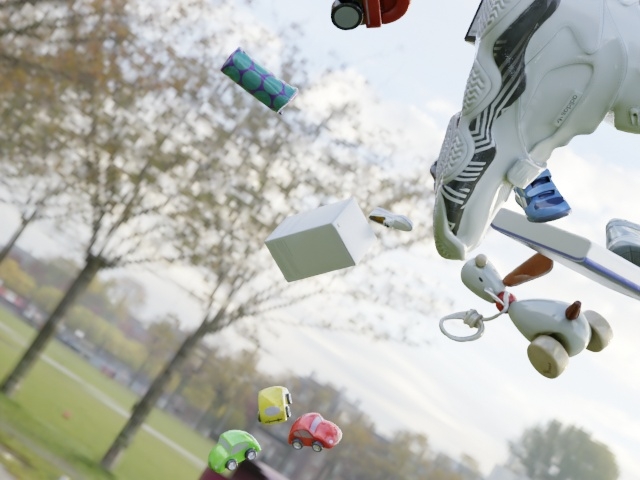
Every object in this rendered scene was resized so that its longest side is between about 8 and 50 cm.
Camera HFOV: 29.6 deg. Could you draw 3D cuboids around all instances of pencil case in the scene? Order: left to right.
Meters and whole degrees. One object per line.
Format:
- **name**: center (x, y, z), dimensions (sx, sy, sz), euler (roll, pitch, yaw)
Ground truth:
- **pencil case**: center (-0.121, -0.316, 2.391), dimensions (0.152, 0.064, 0.070), euler (37, 30, -5)

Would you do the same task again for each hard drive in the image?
- **hard drive**: center (0.450, 0.040, 1.976), dimensions (0.319, 0.040, 0.210), euler (24, 1, -39)

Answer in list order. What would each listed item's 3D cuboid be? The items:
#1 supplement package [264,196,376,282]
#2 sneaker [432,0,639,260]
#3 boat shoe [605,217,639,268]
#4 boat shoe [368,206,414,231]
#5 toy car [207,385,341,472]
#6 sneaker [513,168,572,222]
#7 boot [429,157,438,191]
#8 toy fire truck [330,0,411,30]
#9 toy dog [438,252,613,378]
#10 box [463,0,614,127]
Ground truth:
- **supplement package**: center (0.000, 0.000, 2.408), dimensions (0.179, 0.105, 0.105), euler (-15, -68, 38)
- **sneaker**: center (0.247, -0.120, 1.288), dimensions (0.210, 0.365, 0.137), euler (14, 29, 0)
- **boat shoe**: center (0.664, 0.053, 2.224), dimensions (0.320, 0.103, 0.118), euler (20, -48, -11)
- **boat shoe**: center (0.140, -0.037, 2.428), dimensions (0.100, 0.035, 0.035), euler (24, -45, 29)
- **toy car**: center (-0.108, 0.350, 2.219), dimensions (0.239, 0.225, 0.053), euler (28, -42, 54)
- **sneaker**: center (0.284, -0.064, 1.583), dimensions (0.144, 0.053, 0.059), euler (-123, -161, -66)
- **boot**: center (0.202, -0.061, 1.801), dimensions (0.037, 0.106, 0.114), euler (-17, -55, 26)
- **toy fire truck**: center (0.133, -0.494, 2.088), dimensions (0.246, 0.158, 0.217), euler (-4, -48, 6)
- **toy dog**: center (0.402, 0.117, 2.329), dimensions (0.334, 0.220, 0.161), euler (21, -43, 22)
- **box**: center (0.423, -0.242, 1.688), dimensions (0.318, 0.097, 0.395), euler (23, 2, -23)
